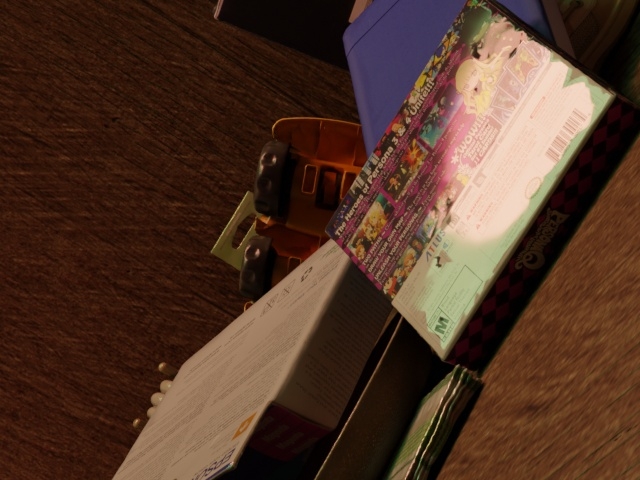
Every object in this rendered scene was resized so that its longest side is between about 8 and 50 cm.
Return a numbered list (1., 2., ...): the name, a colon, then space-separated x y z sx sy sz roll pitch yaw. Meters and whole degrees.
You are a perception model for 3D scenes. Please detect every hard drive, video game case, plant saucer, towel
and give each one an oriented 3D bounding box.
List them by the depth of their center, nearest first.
1. towel: 0.064 0.169 1.355 0.152 0.023 0.113 -62 2 -23
2. video game case: 0.117 -0.050 1.433 0.232 0.042 0.210 -59 37 12
3. plant saucer: 0.012 0.192 1.526 0.310 0.050 0.310 -61 -2 -3
4. hard drive: 0.116 -0.129 1.573 0.210 0.040 0.318 -43 37 29

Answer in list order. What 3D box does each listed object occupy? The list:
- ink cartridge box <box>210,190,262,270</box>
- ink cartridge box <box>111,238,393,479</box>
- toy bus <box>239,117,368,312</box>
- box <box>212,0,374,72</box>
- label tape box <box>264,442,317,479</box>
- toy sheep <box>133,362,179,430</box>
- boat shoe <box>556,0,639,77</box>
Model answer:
1. ink cartridge box: -0.040 0.027 2.681 0.109 0.209 0.062 -59 2 1
2. ink cartridge box: -0.075 0.158 1.590 0.324 0.071 0.330 -40 15 43
3. toy bus: 0.000 0.000 1.990 0.211 0.149 0.220 96 -176 -81
4. box: 0.105 -0.293 1.966 0.312 0.343 0.179 -66 -3 -63
5. label tape box: -0.055 0.229 1.869 0.240 0.106 0.333 -61 6 -35
6. toy sheep: -0.130 0.172 1.842 0.132 0.091 0.091 -63 3 -5
7. boat shoe: 0.203 -0.174 1.680 0.302 0.098 0.109 -61 3 -34
